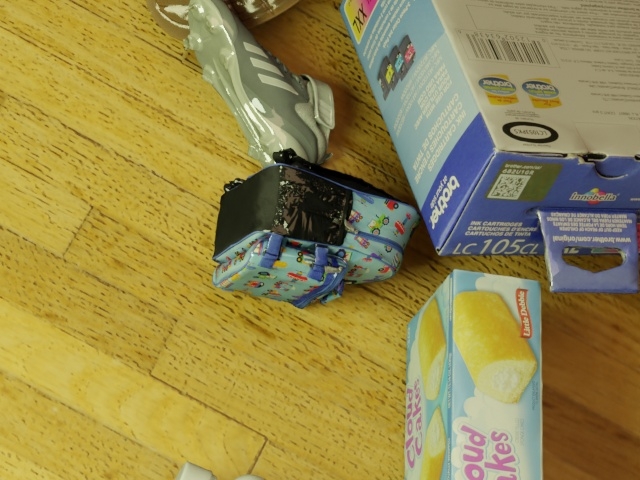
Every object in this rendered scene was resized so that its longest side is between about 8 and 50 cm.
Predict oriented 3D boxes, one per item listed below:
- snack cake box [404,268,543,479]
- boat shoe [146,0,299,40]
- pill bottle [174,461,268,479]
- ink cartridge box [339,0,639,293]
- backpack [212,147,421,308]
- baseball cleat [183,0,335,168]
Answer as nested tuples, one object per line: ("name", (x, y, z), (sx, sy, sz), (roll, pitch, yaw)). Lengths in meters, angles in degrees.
("snack cake box", (0.138, 0.178, 1.535), (0.089, 0.152, 0.264), (8, 65, -13))
("boat shoe", (-0.025, -0.322, 1.698), (0.342, 0.123, 0.123), (-39, 99, 7))
("pill bottle", (-0.041, 0.276, 1.462), (0.208, 0.117, 0.117), (25, 63, -4))
("ink cartridge box", (0.210, -0.129, 1.613), (0.270, 0.151, 0.395), (1, 48, -25))
("backpack", (0.000, 0.000, 1.579), (0.173, 0.158, 0.117), (15, 72, -22))
("baseball cleat", (-0.056, -0.161, 1.663), (0.109, 0.072, 0.206), (-32, 103, -33))
